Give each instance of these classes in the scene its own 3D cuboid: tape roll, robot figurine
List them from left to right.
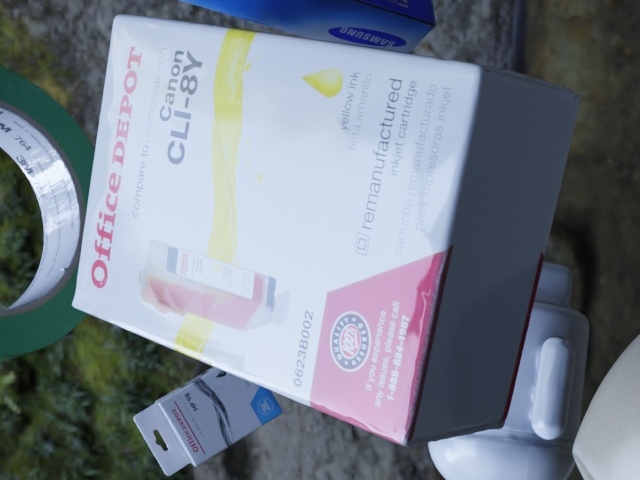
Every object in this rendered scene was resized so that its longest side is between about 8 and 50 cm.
[{"bbox_3d":[-0.368,-0.029,1.150,0.077,0.321,0.321,-17,76,40],"label":"tape roll"},{"bbox_3d":[0.254,0.201,1.485,0.300,0.200,0.353,148,131,-74],"label":"robot figurine"}]

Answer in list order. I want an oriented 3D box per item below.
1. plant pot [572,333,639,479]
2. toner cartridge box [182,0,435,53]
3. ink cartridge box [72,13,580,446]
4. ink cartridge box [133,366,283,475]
[{"bbox_3d":[0.362,0.216,1.065,0.284,0.191,0.284,61,-179,-1],"label":"plant pot"},{"bbox_3d":[-0.058,-0.297,1.064,0.075,0.348,0.165,-40,46,50],"label":"toner cartridge box"},{"bbox_3d":[-0.016,-0.026,0.918,0.385,0.160,0.279,16,100,38],"label":"ink cartridge box"},{"bbox_3d":[-0.157,0.242,1.521,0.104,0.180,0.060,60,165,-2],"label":"ink cartridge box"}]
